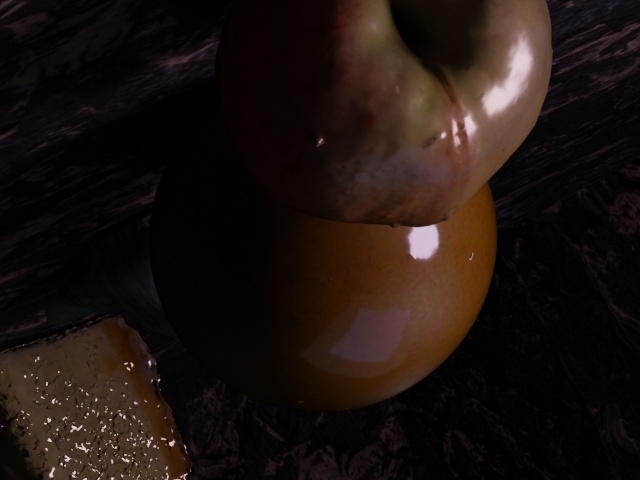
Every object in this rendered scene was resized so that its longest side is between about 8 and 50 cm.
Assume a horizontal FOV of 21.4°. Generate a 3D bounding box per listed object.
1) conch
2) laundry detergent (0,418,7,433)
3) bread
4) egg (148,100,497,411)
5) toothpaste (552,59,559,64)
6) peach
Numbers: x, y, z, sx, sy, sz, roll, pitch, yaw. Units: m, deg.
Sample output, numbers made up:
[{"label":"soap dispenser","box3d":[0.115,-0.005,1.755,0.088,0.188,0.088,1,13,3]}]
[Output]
[{"label":"conch","box3d":[-0.130,0.038,1.760,0.386,0.169,0.203,-30,143,14]},{"label":"laundry detergent","box3d":[-0.434,0.182,1.732,0.222,0.078,0.144,16,141,-30]},{"label":"bread","box3d":[-0.350,0.282,2.300,0.248,0.315,0.279,-16,179,-43]},{"label":"egg","box3d":[0.000,0.000,1.396,0.283,0.282,0.351,-24,176,-7]},{"label":"toothpaste","box3d":[0.152,-0.137,1.881,0.248,0.047,0.078,-31,173,32]},{"label":"peach","box3d":[0.036,-0.103,1.091,0.232,0.232,0.232,-24,173,-3]}]
